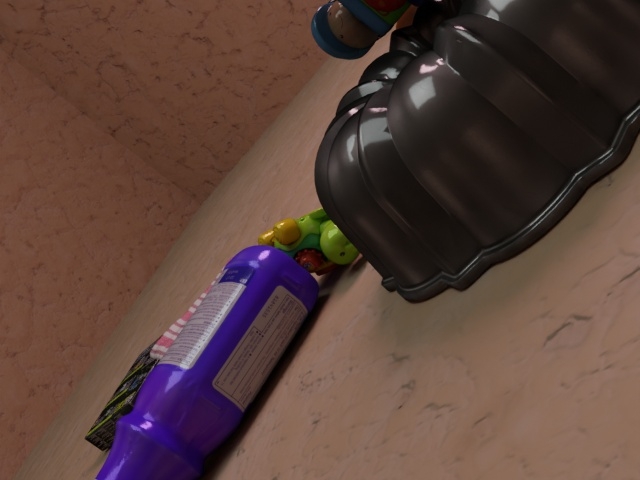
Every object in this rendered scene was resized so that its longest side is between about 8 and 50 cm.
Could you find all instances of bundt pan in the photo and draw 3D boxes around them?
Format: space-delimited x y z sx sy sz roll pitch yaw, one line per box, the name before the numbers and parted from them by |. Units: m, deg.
bundt pan | 0.115 -0.120 0.581 0.331 0.124 0.331 -48 13 15

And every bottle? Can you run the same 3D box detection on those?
bottle | -0.111 0.136 0.727 0.283 0.092 0.118 -57 16 -25

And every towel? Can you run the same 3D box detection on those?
towel | -0.164 0.092 1.089 0.197 0.029 0.144 -50 13 -22

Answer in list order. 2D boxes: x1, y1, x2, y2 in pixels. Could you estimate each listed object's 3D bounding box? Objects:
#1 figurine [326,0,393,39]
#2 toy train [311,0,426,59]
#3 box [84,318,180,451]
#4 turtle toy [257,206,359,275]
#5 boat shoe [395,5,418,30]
figurine | 0.135 -0.241 0.736 0.209 0.215 0.092 -43 42 41
toy train | -0.024 -0.259 0.623 0.105 0.248 0.143 -58 9 -28
box | -0.280 0.227 1.223 0.190 0.045 0.184 -39 19 43
turtle toy | 0.000 0.000 0.776 0.095 0.066 0.130 -24 -2 -25
boat shoe | 0.203 -0.441 1.344 0.207 0.073 0.073 -39 19 46
